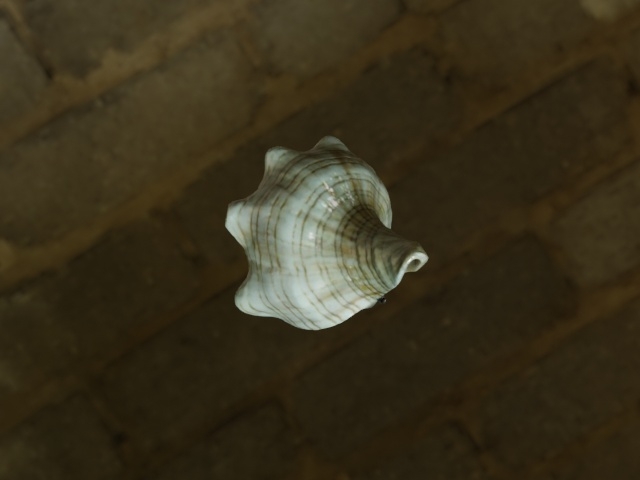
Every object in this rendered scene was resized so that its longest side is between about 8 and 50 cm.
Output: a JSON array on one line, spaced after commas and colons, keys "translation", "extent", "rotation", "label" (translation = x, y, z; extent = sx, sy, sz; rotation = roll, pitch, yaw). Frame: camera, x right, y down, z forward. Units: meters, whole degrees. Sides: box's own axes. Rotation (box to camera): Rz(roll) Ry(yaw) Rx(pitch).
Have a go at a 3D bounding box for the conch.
[{"translation": [-0.012, -0.007, 1.756], "extent": [0.203, 0.170, 0.386], "rotation": [-61, -172, 0], "label": "conch"}]
